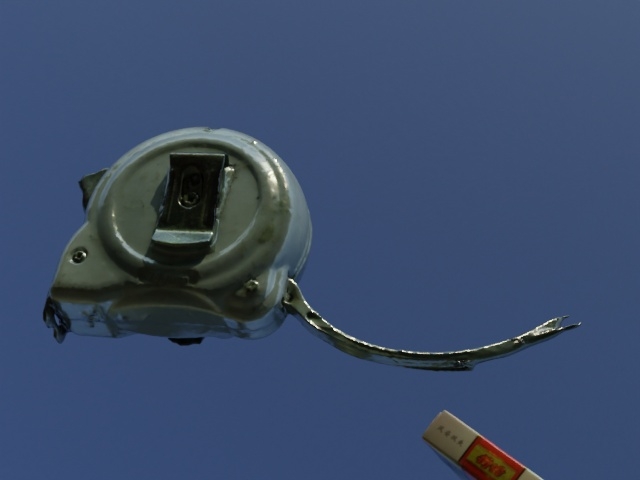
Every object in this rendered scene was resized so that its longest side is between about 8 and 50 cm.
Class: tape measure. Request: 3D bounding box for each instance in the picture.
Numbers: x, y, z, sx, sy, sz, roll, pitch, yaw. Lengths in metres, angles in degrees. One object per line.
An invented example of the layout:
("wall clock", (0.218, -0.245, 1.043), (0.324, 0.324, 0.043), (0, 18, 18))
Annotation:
("tape measure", (0.000, 0.000, 0.652), (0.330, 0.084, 0.164), (0, -117, 6))

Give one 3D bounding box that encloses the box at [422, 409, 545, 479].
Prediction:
("box", (0.175, 0.226, 0.844), (0.132, 0.235, 0.034), (34, -101, 38))
